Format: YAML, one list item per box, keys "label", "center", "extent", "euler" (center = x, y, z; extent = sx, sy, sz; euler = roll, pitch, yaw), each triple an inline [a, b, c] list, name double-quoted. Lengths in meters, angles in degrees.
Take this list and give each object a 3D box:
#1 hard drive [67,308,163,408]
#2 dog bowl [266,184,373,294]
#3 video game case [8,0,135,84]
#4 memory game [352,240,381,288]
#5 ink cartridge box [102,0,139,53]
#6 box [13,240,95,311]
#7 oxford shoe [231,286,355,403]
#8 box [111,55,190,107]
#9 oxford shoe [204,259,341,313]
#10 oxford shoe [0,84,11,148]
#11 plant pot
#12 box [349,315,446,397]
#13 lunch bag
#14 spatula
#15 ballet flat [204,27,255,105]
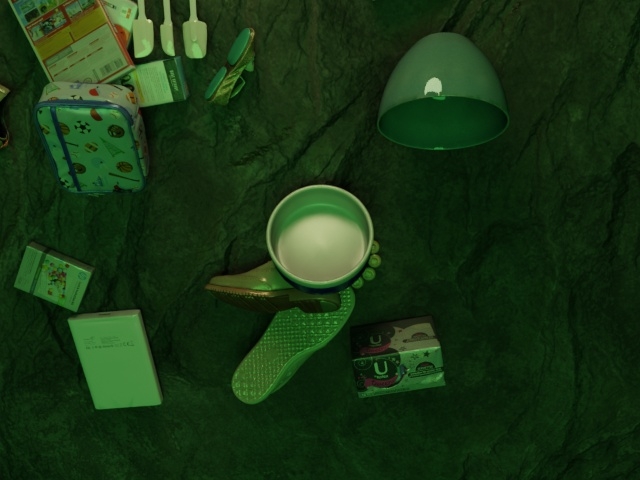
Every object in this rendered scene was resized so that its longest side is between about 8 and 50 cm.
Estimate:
- label: "hard drive"
  center: [-0.607, 0.358, 1.818]
  extent: [0.210, 0.040, 0.319]
  euler: [-5, 114, 4]
- label: "dog bowl"
  center: [0.000, 0.000, 1.531]
  extent: [0.264, 0.104, 0.265]
  euler: [-1, 69, 2]
- label: "video game case"
  center: [-0.579, -0.484, 1.412]
  extent: [0.203, 0.025, 0.285]
  euler: [-24, 97, 13]
- label: "memory game"
  center: [0.074, 0.044, 1.655]
  extent: [0.186, 0.012, 0.186]
  euler: [1, 100, 6]
- label: "ink cartridge box"
  center: [-0.525, -0.519, 1.426]
  extent: [0.179, 0.045, 0.146]
  euler: [21, 112, -11]
- label: "box"
  center: [-0.748, 0.103, 1.710]
  extent: [0.186, 0.038, 0.145]
  euler: [25, 112, -11]
- label: "oxford shoe"
  center: [-0.075, 0.281, 1.735]
  extent: [0.169, 0.130, 0.449]
  euler: [44, 96, 16]
- label: "box"
  center: [-0.450, -0.375, 1.478]
  extent: [0.244, 0.060, 0.101]
  euler: [-8, 113, 5]
- label: "oxford shoe"
  center: [-0.126, 0.113, 1.662]
  extent: [0.396, 0.147, 0.140]
  euler: [1, 156, 16]
- label: "oxford shoe"
  center: [-0.859, -0.235, 1.519]
  extent: [0.130, 0.123, 0.349]
  euler: [16, 114, -12]
- label: "plant pot"
  center: [0.277, -0.351, 1.382]
  extent: [0.289, 0.290, 0.196]
  euler: [3, 77, 0]
- label: "box"
  center: [0.214, 0.326, 1.719]
  extent: [0.247, 0.163, 0.142]
  euler: [-10, 115, 5]
- label: "lunch bag"
  center: [-0.547, -0.233, 1.464]
  extent: [0.242, 0.115, 0.304]
  euler: [0, 139, -6]
- label: "spatula"
  center: [-0.350, -0.545, 1.398]
  extent: [0.168, 0.019, 0.242]
  euler: [-1, 99, -2]
- label: "ballet flat"
  center: [-0.202, -0.411, 1.464]
  extent: [0.067, 0.073, 0.206]
  euler: [21, 119, -38]
